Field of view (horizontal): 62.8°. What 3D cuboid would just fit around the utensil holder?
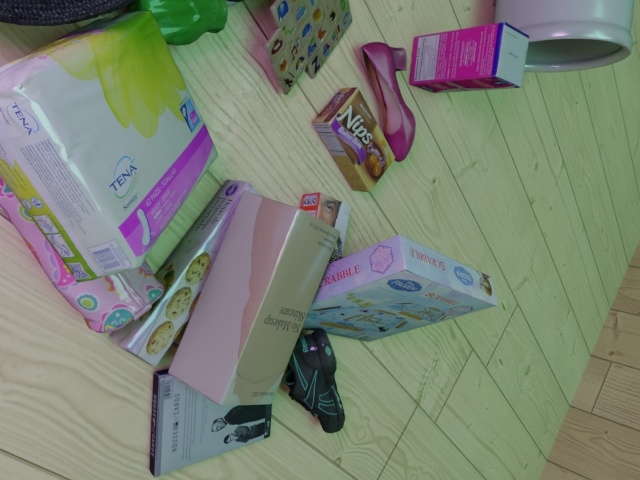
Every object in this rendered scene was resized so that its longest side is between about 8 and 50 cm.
[{"bbox_3d":[0.598,-0.645,1.291,0.328,0.328,0.384,-3,98,-43],"label":"utensil holder"}]

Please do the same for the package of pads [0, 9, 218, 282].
[{"bbox_3d":[-0.246,-0.131,0.628,0.296,0.101,0.229,-76,150,-53],"label":"package of pads"}]

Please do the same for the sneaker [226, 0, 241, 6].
[{"bbox_3d":[-0.059,-0.468,0.819,0.268,0.153,0.101,-53,130,-22],"label":"sneaker"}]

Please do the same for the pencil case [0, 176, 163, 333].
[{"bbox_3d":[-0.319,-0.015,0.690,0.124,0.124,0.283,-38,123,-32],"label":"pencil case"}]

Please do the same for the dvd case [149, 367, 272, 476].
[{"bbox_3d":[-0.186,0.299,0.940,0.239,0.030,0.179,-2,100,-42],"label":"dvd case"}]

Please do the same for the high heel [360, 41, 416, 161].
[{"bbox_3d":[0.133,-0.283,1.089,0.117,0.082,0.243,-12,108,-37],"label":"high heel"}]

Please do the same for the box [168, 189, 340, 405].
[{"bbox_3d":[-0.101,0.095,0.842,0.148,0.121,0.310,25,86,-58],"label":"box"}]

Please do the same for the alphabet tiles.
[{"bbox_3d":[-0.017,-0.381,0.920,0.237,0.009,0.198,-59,156,-17],"label":"alphabet tiles"}]

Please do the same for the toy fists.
[{"bbox_3d":[-0.228,-0.411,0.715,0.142,0.096,0.278,-26,114,-46],"label":"toy fists"}]

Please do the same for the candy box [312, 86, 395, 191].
[{"bbox_3d":[0.072,-0.202,1.066,0.109,0.053,0.186,-52,130,-23],"label":"candy box"}]

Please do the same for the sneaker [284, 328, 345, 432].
[{"bbox_3d":[-0.016,0.296,1.074,0.106,0.101,0.267,-15,119,-9],"label":"sneaker"}]

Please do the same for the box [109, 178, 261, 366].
[{"bbox_3d":[-0.205,0.044,0.846,0.323,0.063,0.067,-56,132,-20],"label":"box"}]

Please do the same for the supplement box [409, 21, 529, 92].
[{"bbox_3d":[0.318,-0.392,1.144,0.111,0.220,0.113,0,100,-43],"label":"supplement box"}]

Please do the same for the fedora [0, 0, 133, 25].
[{"bbox_3d":[-0.294,-0.384,0.567,0.335,0.152,0.333,-2,105,-6],"label":"fedora"}]

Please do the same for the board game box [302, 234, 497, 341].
[{"bbox_3d":[0.116,0.110,0.996,0.319,0.318,0.065,21,55,-44],"label":"board game box"}]

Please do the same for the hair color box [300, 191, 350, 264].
[{"bbox_3d":[0.000,0.000,1.021,0.093,0.054,0.167,20,73,-44],"label":"hair color box"}]
